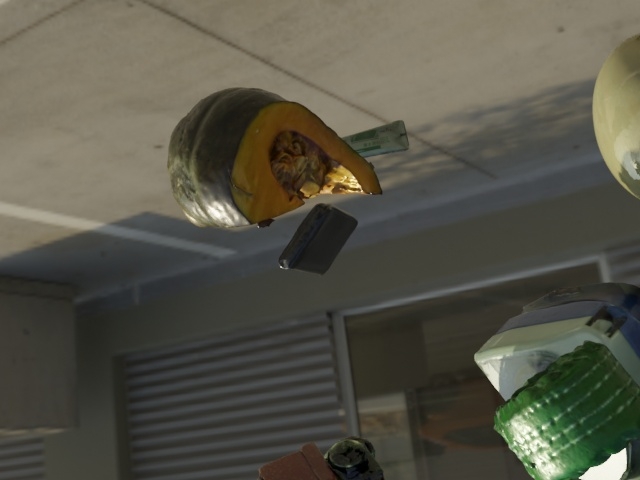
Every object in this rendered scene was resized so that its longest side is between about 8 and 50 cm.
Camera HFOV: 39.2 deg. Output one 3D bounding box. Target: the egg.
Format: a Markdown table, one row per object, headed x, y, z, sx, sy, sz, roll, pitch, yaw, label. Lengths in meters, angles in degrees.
| x | y | z | sx | sy | sz | roll | pitch | yaw | label |
| --- | --- | --- | --- | --- | --- | --- | --- | --- | --- |
| 0.452 | -0.154 | 1.168 | 0.186 | 0.241 | 0.186 | -27 | 180 | 0 | egg |

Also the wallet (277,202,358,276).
| x | y | z | sx | sy | sz | roll | pitch | yaw | label |
| --- | --- | --- | --- | --- | --- | --- | --- | --- | --- |
| 0.000 | 0.000 | 1.720 | 0.149 | 0.044 | 0.250 | -55 | 164 | 6 | wallet |

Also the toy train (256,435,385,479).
| x | y | z | sx | sy | sz | roll | pitch | yaw | label |
| --- | --- | --- | --- | --- | --- | --- | --- | --- | --- |
| 0.014 | 0.421 | 1.274 | 0.222 | 0.304 | 0.150 | -20 | -148 | -16 | toy train |

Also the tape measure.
| x | y | z | sx | sy | sz | roll | pitch | yaw | label |
| --- | --- | --- | --- | --- | --- | --- | --- | --- | --- |
| 0.374 | 0.207 | 1.255 | 0.138 | 0.262 | 0.259 | -31 | -177 | -27 | tape measure |

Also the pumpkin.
| x | y | z | sx | sy | sz | roll | pitch | yaw | label |
| --- | --- | --- | --- | --- | --- | --- | --- | --- | --- |
| -0.061 | -0.071 | 1.172 | 0.139 | 0.190 | 0.280 | 2 | 150 | 48 | pumpkin |

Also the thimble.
| x | y | z | sx | sy | sz | roll | pitch | yaw | label |
| --- | --- | --- | --- | --- | --- | --- | --- | --- | --- |
| 0.225 | 0.155 | 0.806 | 0.130 | 0.090 | 0.118 | -42 | 169 | 25 | thimble |

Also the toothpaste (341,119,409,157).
| x | y | z | sx | sy | sz | roll | pitch | yaw | label |
| --- | --- | --- | --- | --- | --- | --- | --- | --- | --- |
| 0.047 | -0.163 | 1.598 | 0.218 | 0.064 | 0.041 | -14 | 153 | 8 | toothpaste |
